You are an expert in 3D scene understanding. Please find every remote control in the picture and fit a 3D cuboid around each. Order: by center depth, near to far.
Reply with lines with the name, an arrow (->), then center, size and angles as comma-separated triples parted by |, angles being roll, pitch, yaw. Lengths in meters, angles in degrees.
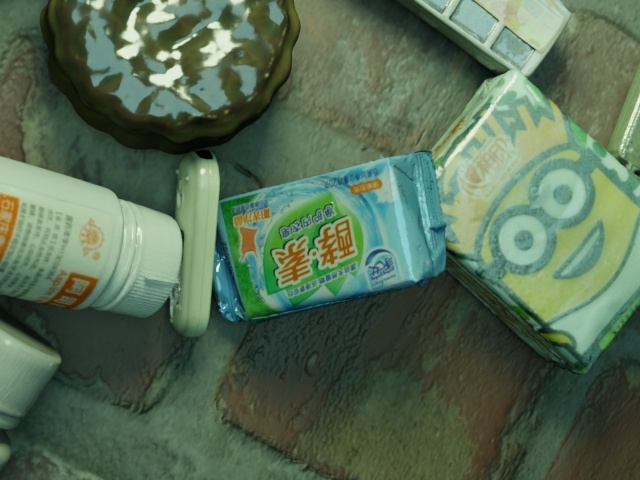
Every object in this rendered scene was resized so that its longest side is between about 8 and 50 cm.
remote control -> -0.148, 0.005, 1.242 | 0.042, 0.078, 0.222 | -1, 106, -22

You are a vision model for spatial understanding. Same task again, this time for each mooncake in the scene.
mooncake -> -0.167, -0.242, 1.211 | 0.290, 0.161, 0.291 | 0, 90, -12

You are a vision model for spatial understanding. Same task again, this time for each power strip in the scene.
power strip -> 0.446, -0.202, 1.390 | 0.078, 0.052, 0.272 | 22, 88, -11

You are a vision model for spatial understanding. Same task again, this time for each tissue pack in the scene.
tissue pack -> 0.261, -0.023, 1.316 | 0.311, 0.128, 0.228 | 41, 84, -9

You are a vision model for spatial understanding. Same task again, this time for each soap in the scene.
soap -> 0.000, 0.000, 1.237 | 0.293, 0.077, 0.156 | -15, 89, 25

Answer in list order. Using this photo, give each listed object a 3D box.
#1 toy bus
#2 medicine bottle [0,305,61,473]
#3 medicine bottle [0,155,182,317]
toy bus -> 0.140, -0.334, 1.306 | 0.342, 0.097, 0.138 | 33, 92, -11
medicine bottle -> -0.444, 0.216, 1.141 | 0.208, 0.208, 0.340 | 37, 84, -10
medicine bottle -> -0.285, -0.001, 1.163 | 0.252, 0.144, 0.145 | 14, 88, -38
